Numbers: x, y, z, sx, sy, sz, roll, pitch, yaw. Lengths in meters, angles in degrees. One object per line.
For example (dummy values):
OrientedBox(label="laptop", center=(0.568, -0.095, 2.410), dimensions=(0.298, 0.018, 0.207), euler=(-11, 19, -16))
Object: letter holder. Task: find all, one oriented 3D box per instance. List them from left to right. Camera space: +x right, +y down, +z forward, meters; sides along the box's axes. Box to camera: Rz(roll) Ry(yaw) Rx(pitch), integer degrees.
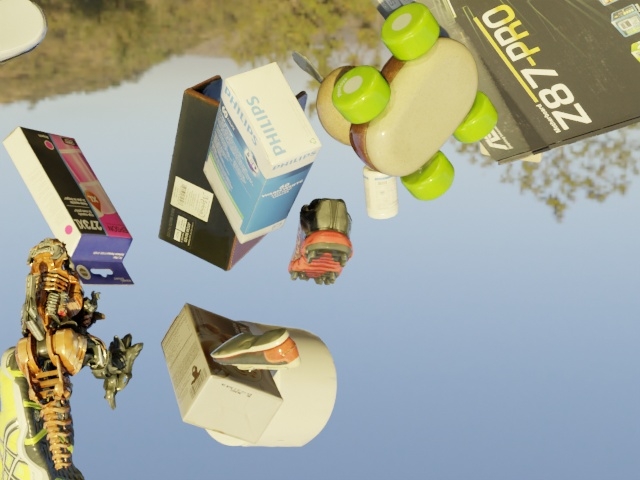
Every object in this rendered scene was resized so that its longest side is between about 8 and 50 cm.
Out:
OrientedBox(label="letter holder", center=(-0.153, -0.138, 1.654), dimensions=(0.152, 0.301, 0.214), euler=(25, -147, 13))

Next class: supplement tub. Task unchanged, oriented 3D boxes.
OrientedBox(label="supplement tub", center=(0.127, -0.107, 1.924), dimensions=(0.071, 0.107, 0.071), euler=(-5, -152, 3))

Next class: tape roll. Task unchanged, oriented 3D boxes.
OrientedBox(label="tape roll", center=(-0.112, 0.287, 1.830), dimensions=(0.246, 0.246, 0.169), euler=(12, 178, 43))

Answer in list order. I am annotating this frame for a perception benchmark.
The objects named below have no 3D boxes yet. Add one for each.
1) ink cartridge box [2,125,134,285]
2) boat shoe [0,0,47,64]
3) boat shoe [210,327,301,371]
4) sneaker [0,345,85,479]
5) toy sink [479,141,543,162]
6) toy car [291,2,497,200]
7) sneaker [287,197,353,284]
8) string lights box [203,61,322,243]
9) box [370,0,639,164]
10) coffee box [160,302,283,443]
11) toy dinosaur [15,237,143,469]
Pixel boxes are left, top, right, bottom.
OrientedBox(label="ink cartridge box", center=(-0.511, -0.070, 1.919), dimensions=(0.069, 0.370, 0.176), euler=(-37, 163, 19))
OrientedBox(label="boat shoe", center=(-0.419, -0.215, 1.031), dimensions=(0.229, 0.080, 0.076), euler=(-23, -177, -10))
OrientedBox(label="boat shoe", center=(-0.078, 0.134, 1.079), dimensions=(0.137, 0.043, 0.049), euler=(-14, -157, 44))
OrientedBox(label="sneaker", center=(-0.513, 0.371, 1.588), dimensions=(0.147, 0.384, 0.145), euler=(-6, -172, 15))
OrientedBox(label="toy sink", center=(0.401, -0.292, 1.780), dimensions=(0.131, 0.152, 0.234), euler=(11, -126, 22))
OrientedBox(label="toy car", center=(0.054, -0.149, 0.931), dimensions=(0.188, 0.149, 0.155), euler=(27, 166, 49))
OrientedBox(label="sneaker", center=(0.001, 0.000, 1.669), dimensions=(0.098, 0.135, 0.276), euler=(6, 162, -9))
OrientedBox(label="string lights box", center=(-0.087, -0.111, 1.247), dimensions=(0.077, 0.133, 0.259), euler=(-22, 165, -21))
OrientedBox(label="box", center=(0.238, -0.292, 1.076), dimensions=(0.318, 0.395, 0.097), euler=(-14, -145, 49))
OrientedBox(label="coffee box", center=(-0.174, 0.222, 1.567), dimensions=(0.141, 0.098, 0.246), euler=(26, -166, -26))
OrientedBox(label="toy dinosaur", center=(-0.385, 0.163, 1.332), dimensions=(0.164, 0.321, 0.218), euler=(7, 156, 15))
